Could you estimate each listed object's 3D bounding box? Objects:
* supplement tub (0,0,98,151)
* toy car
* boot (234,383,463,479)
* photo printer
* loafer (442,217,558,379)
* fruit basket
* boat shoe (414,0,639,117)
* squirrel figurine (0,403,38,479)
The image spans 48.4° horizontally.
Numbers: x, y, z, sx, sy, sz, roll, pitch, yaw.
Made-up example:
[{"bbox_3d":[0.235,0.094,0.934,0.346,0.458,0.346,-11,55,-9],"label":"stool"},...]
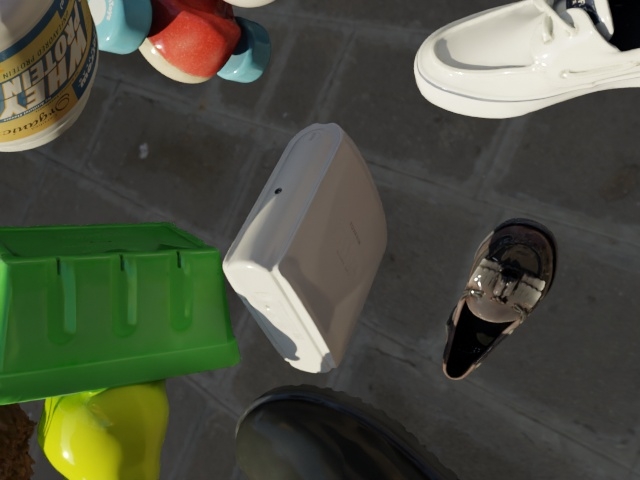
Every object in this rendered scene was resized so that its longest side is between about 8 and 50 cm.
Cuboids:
[{"bbox_3d":[-0.218,-0.142,0.442,0.200,0.144,0.144,136,146,-77],"label":"supplement tub"},{"bbox_3d":[-0.102,-0.302,0.729,0.238,0.219,0.210,-27,75,33],"label":"toy car"},{"bbox_3d":[0.004,0.302,0.540,0.367,0.445,0.146,27,110,15],"label":"boot"},{"bbox_3d":[0.000,0.000,1.048,0.107,0.256,0.307,2,49,29],"label":"photo printer"},{"bbox_3d":[0.235,0.094,0.966,0.109,0.302,0.095,24,54,9],"label":"loafer"},{"bbox_3d":[-0.309,0.174,0.988,0.283,0.392,0.392,24,90,49],"label":"fruit basket"},{"bbox_3d":[0.188,-0.152,0.497,0.258,0.084,0.095,-7,67,19],"label":"boat shoe"},{"bbox_3d":[-0.553,0.401,0.956,0.281,0.397,0.370,-30,67,36],"label":"squirrel figurine"}]
